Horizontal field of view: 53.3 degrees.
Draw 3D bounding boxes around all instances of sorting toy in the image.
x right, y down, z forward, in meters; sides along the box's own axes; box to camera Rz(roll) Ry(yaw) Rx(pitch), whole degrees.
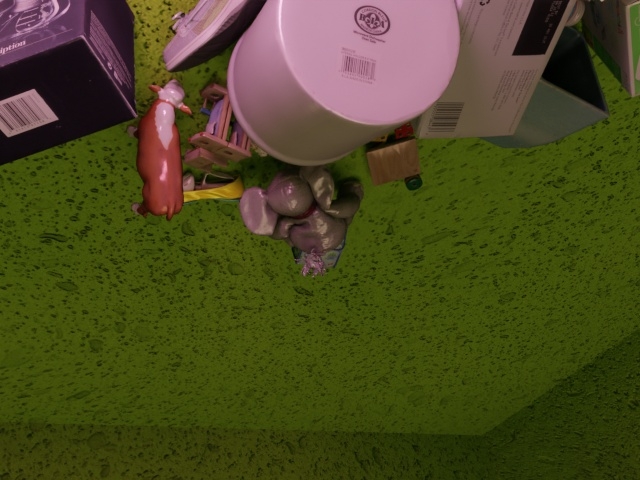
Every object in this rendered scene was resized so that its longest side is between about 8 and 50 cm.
[{"bbox_3d":[0.187,-0.223,1.670,0.132,0.046,0.274,-16,142,3],"label":"sorting toy"}]

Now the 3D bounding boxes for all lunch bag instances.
[{"bbox_3d":[0.000,0.000,1.860,0.129,0.096,0.151,8,123,-22],"label":"lunch bag"}]

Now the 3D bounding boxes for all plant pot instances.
[{"bbox_3d":[0.449,-0.348,1.453,0.247,0.247,0.252,14,147,-32],"label":"plant pot"}]

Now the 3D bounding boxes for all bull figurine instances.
[{"bbox_3d":[-0.356,-0.194,1.398,0.101,0.310,0.188,3,175,-31],"label":"bull figurine"}]

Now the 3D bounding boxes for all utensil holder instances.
[{"bbox_3d":[0.025,-0.321,1.144,0.328,0.327,0.385,0,178,-17],"label":"utensil holder"}]

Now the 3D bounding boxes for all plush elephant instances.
[{"bbox_3d":[-0.049,-0.098,1.599,0.272,0.330,0.255,-15,124,13],"label":"plush elephant"}]

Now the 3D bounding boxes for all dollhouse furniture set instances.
[{"bbox_3d":[-0.252,-0.253,1.467,0.129,0.129,0.184,21,160,-36],"label":"dollhouse furniture set"}]

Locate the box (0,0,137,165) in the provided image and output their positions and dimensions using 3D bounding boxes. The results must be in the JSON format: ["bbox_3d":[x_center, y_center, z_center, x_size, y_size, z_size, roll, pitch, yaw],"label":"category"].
[{"bbox_3d":[-0.518,-0.321,1.117,0.343,0.312,0.179,-18,141,5],"label":"box"}]

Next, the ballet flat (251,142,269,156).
[{"bbox_3d":[-0.101,-0.292,1.472,0.077,0.091,0.241,29,125,-14],"label":"ballet flat"}]

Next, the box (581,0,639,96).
[{"bbox_3d":[0.656,-0.482,1.345,0.127,0.231,0.262,-24,142,12],"label":"box"}]

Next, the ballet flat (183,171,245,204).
[{"bbox_3d":[-0.306,-0.137,1.617,0.231,0.077,0.077,-5,120,-16],"label":"ballet flat"}]

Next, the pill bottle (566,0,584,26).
[{"bbox_3d":[0.476,-0.488,1.318,0.160,0.087,0.087,-4,144,-40],"label":"pill bottle"}]

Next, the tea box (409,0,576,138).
[{"bbox_3d":[0.274,-0.425,1.222,0.220,0.323,0.329,-4,140,-13],"label":"tea box"}]

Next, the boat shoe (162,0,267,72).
[{"bbox_3d":[-0.201,-0.449,1.236,0.320,0.103,0.118,-36,179,30],"label":"boat shoe"}]
